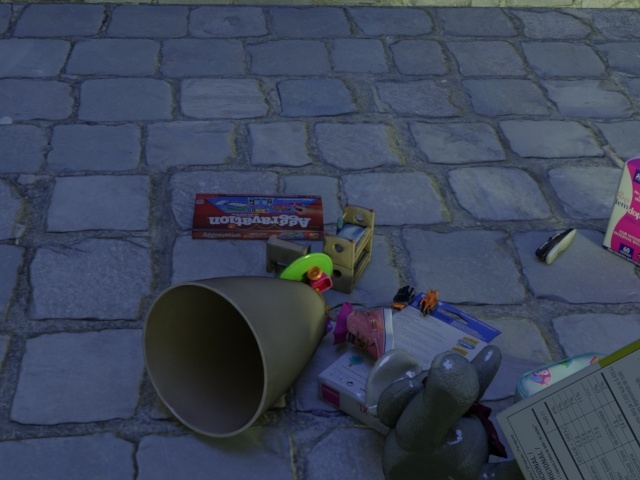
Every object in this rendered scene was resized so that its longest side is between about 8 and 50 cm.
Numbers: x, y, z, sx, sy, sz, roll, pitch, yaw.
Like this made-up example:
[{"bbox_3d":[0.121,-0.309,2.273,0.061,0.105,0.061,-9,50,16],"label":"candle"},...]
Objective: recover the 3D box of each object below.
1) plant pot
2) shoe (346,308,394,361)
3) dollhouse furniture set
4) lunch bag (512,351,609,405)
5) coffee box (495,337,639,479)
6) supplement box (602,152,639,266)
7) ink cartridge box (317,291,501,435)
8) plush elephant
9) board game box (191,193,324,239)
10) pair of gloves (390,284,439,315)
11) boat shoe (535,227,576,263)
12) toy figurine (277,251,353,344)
[{"bbox_3d":[-0.113,0.160,1.583,0.256,0.256,0.274,24,25,27],"label":"plant pot"},{"bbox_3d":[0.085,0.176,1.607,0.081,0.063,0.178,0,29,2],"label":"shoe"},{"bbox_3d":[0.000,0.000,1.886,0.183,0.129,0.129,15,37,16],"label":"dollhouse furniture set"},{"bbox_3d":[0.445,0.309,1.503,0.224,0.108,0.279,-17,39,-21],"label":"lunch bag"},{"bbox_3d":[0.492,0.276,1.157,0.337,0.334,0.338,-4,63,-47],"label":"coffee box"},{"bbox_3d":[0.686,-0.069,1.957,0.114,0.220,0.111,-28,45,-36],"label":"supplement box"},{"bbox_3d":[0.163,0.216,1.651,0.185,0.065,0.311,25,43,31],"label":"ink cartridge box"},{"bbox_3d":[0.196,0.267,1.395,0.272,0.330,0.255,36,35,-10],"label":"plush elephant"},{"bbox_3d":[-0.135,-0.053,2.040,0.281,0.027,0.145,1,37,-4],"label":"board game box"},{"bbox_3d":[0.178,0.112,1.745,0.083,0.010,0.074,9,36,18],"label":"pair of gloves"},{"bbox_3d":[0.502,0.005,1.992,0.038,0.046,0.125,31,52,27],"label":"boat shoe"},{"bbox_3d":[-0.012,0.133,1.733,0.173,0.130,0.159,-32,54,-10],"label":"toy figurine"}]
